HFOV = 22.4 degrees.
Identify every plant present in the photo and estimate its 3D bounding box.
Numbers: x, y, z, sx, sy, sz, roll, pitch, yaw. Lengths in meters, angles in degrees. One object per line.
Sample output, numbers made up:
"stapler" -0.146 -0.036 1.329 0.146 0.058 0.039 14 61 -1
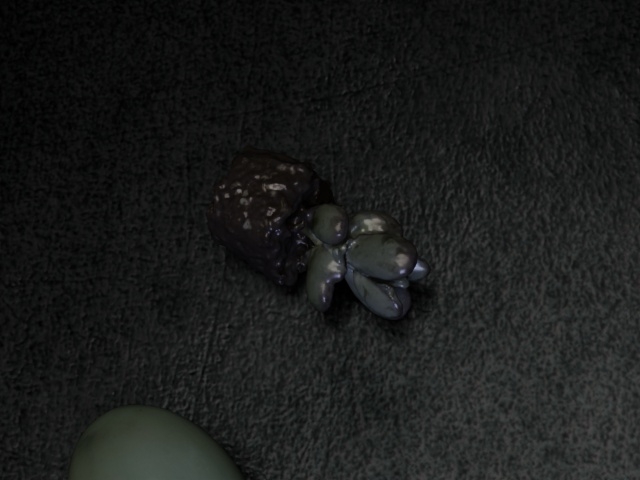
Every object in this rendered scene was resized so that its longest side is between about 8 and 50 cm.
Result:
"plant" -0.001 -0.001 1.961 0.274 0.146 0.149 29 78 15

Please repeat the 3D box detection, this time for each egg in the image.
"egg" -0.179 0.318 1.866 0.203 0.203 0.283 -32 72 -2
